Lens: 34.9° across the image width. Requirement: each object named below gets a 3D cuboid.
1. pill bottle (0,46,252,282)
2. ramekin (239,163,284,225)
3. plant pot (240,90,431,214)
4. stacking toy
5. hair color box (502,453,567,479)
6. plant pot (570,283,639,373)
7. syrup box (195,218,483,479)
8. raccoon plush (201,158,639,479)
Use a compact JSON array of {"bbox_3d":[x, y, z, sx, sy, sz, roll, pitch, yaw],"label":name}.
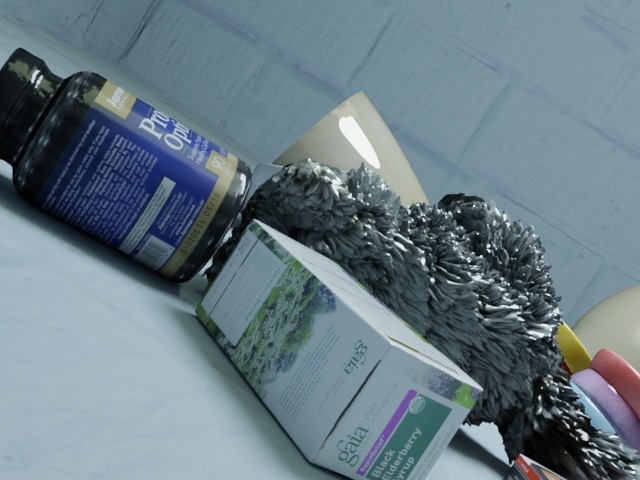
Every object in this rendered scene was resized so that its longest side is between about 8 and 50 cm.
[{"bbox_3d":[-0.179,-0.065,0.861,0.219,0.123,0.123,31,5,-15],"label":"pill bottle"},{"bbox_3d":[0.000,0.000,1.191,0.207,0.109,0.207,21,-6,2],"label":"ramekin"},{"bbox_3d":[0.057,-0.031,1.500,0.274,0.256,0.256,49,5,0],"label":"plant pot"},{"bbox_3d":[0.332,0.242,1.252,0.279,0.130,0.309,54,-3,-16],"label":"stacking toy"},{"bbox_3d":[0.217,0.234,0.827,0.141,0.043,0.072,30,6,-15],"label":"hair color box"},{"bbox_3d":[0.542,0.228,1.843,0.191,0.284,0.284,-8,20,-18],"label":"plant pot"},{"bbox_3d":[0.004,0.079,0.747,0.096,0.093,0.237,29,6,-34],"label":"syrup box"},{"bbox_3d":[0.112,0.076,0.917,0.446,0.216,0.299,36,14,35],"label":"raccoon plush"}]
